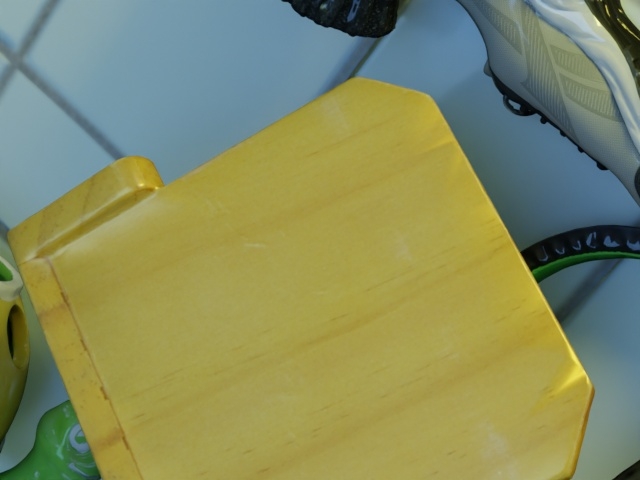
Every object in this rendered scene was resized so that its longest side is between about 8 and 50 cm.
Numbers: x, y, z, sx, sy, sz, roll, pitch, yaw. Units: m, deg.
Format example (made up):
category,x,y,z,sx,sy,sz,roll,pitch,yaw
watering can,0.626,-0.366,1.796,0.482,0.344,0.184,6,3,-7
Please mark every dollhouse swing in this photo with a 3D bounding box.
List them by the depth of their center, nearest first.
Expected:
category,x,y,z,sx,sy,sz,roll,pitch,yaw
dollhouse swing,-0.009,0.108,0.941,0.305,0.315,0.347,-25,71,-6

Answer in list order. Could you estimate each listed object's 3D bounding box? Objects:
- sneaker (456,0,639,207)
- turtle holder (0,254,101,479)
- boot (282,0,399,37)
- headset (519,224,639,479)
category,x,y,z,sx,sy,sz,roll,pitch,yaw
sneaker,0.184,-0.109,0.917,0.108,0.100,0.271,-38,77,33
turtle holder,-0.345,0.110,1.092,0.320,0.243,0.227,37,94,26
boot,0.070,-0.244,0.857,0.260,0.131,0.348,-58,33,16
headset,0.178,0.179,0.960,0.243,0.185,0.394,33,94,19
